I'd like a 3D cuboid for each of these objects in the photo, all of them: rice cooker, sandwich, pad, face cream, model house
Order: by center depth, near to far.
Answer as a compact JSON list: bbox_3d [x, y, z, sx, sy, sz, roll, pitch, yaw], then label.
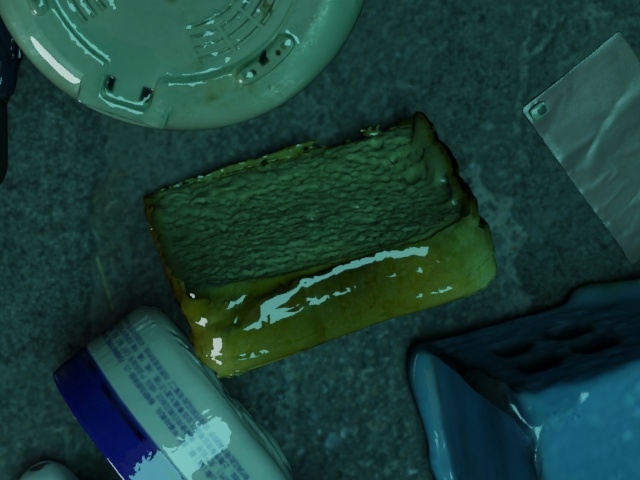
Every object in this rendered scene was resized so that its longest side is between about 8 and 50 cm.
[{"bbox_3d":[-0.091,-0.236,1.237,0.288,0.277,0.288,1,112,2],"label":"rice cooker"},{"bbox_3d":[0.000,0.001,1.354,0.251,0.226,0.087,-19,119,-6],"label":"sandwich"},{"bbox_3d":[-0.114,0.154,1.374,0.111,0.206,0.206,-40,110,-6],"label":"face cream"},{"bbox_3d":[0.262,0.168,1.475,0.303,0.215,0.237,-17,107,-13],"label":"model house"},{"bbox_3d":[0.273,-0.080,1.513,0.113,0.006,0.188,-39,111,-2],"label":"pad"}]

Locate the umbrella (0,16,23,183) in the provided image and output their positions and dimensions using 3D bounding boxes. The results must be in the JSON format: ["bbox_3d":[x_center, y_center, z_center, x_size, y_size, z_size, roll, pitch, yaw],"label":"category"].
[{"bbox_3d":[-0.263,-0.160,1.334,0.071,0.071,0.248,-3,109,-13],"label":"umbrella"}]

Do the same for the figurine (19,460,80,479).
[{"bbox_3d":[-0.223,0.255,1.419,0.178,0.129,0.109,-41,139,-4],"label":"figurine"}]
